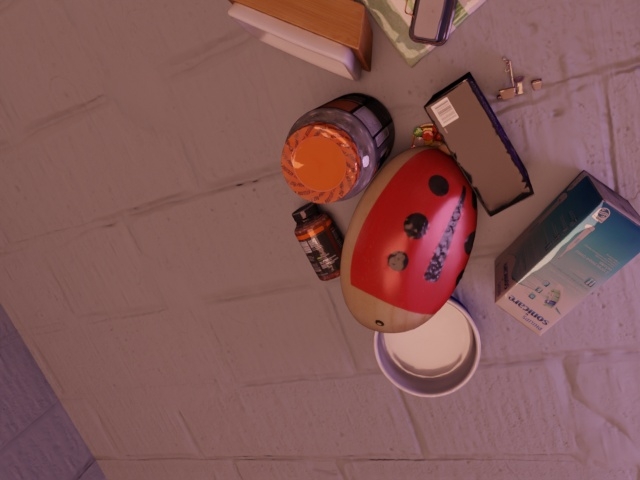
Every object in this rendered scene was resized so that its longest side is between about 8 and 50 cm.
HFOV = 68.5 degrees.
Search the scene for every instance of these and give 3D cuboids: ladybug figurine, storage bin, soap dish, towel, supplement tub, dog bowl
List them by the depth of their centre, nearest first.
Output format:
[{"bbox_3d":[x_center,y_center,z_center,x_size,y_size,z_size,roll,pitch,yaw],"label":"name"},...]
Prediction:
[{"bbox_3d":[0.214,-0.458,0.929,0.098,0.091,0.135,16,119,12],"label":"storage bin"},{"bbox_3d":[0.234,-0.558,0.944,0.324,0.038,0.248,-37,98,29],"label":"towel"},{"bbox_3d":[-0.027,-0.452,0.987,0.290,0.229,0.118,25,103,7],"label":"soap dish"},{"bbox_3d":[0.043,-0.201,1.013,0.193,0.316,0.194,8,116,17],"label":"supplement tub"},{"bbox_3d":[0.212,0.007,1.031,0.304,0.162,0.450,11,100,-27],"label":"ladybug figurine"},{"bbox_3d":[0.272,0.259,1.215,0.264,0.104,0.265,1,94,13],"label":"dog bowl"},{"bbox_3d":[0.000,0.000,1.241,0.106,0.106,0.198,-21,105,26],"label":"supplement tub"}]

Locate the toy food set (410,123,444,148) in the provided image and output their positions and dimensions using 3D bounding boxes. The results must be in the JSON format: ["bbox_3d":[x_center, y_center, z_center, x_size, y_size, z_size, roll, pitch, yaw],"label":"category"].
[{"bbox_3d":[0.251,-0.230,1.095,0.082,0.020,0.084,0,114,20],"label":"toy food set"}]

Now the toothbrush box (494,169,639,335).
[{"bbox_3d":[0.515,0.024,1.003,0.126,0.216,0.296,36,119,1],"label":"toothbrush box"}]

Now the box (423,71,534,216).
[{"bbox_3d":[0.332,-0.207,0.983,0.103,0.184,0.261,-30,101,25],"label":"box"}]

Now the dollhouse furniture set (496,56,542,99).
[{"bbox_3d":[0.395,-0.333,0.945,0.090,0.114,0.081,-7,106,25],"label":"dollhouse furniture set"}]
